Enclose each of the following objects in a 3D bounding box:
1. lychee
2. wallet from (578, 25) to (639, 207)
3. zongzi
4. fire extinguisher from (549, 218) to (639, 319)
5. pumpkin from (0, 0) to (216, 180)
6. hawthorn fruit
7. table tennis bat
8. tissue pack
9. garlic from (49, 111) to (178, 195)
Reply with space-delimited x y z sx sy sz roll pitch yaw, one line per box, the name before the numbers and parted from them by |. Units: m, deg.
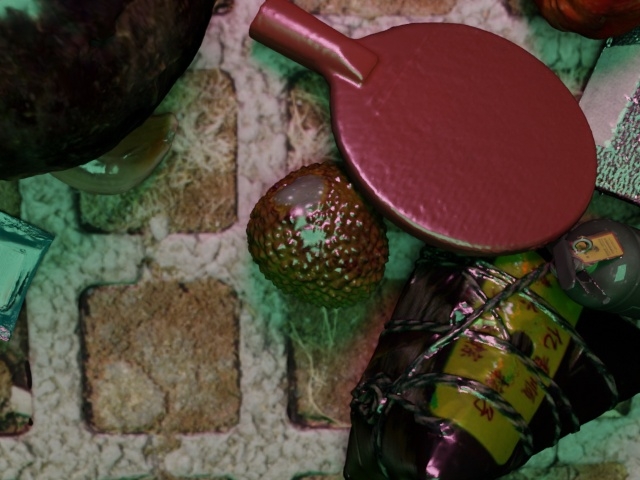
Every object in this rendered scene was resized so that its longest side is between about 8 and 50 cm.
lychee | 0.000 0.000 0.979 0.171 0.171 0.171 -1 101 -4
wallet | 0.425 -0.128 0.998 0.262 0.071 0.221 23 99 11
zongzi | 0.230 0.156 0.993 0.362 0.319 0.384 29 76 -6
fire extinguisher | 0.346 0.042 0.944 0.311 0.114 0.095 15 131 -33
pumpkin | -0.307 -0.278 0.798 0.454 0.344 0.455 0 90 -5
hawthorn fruit | 0.305 -0.298 0.937 0.173 0.179 0.174 17 119 32
table tennis bat | 0.109 -0.143 0.956 0.414 0.051 0.268 31 67 3
tissue pack | -0.373 0.038 1.022 0.085 0.028 0.138 24 94 -12
garlic | -0.267 -0.128 0.976 0.198 0.090 0.129 29 83 -2
